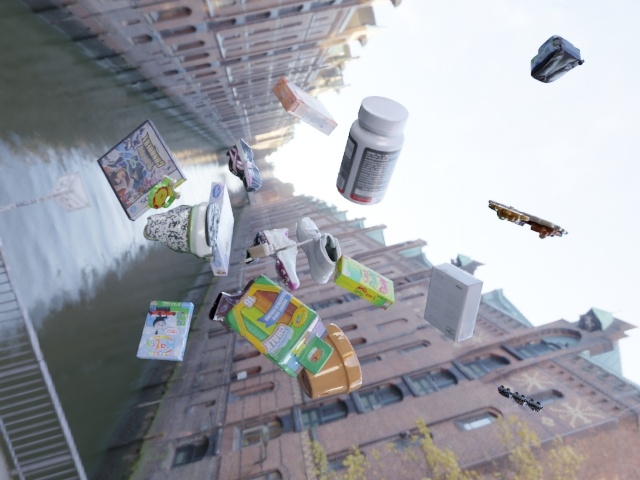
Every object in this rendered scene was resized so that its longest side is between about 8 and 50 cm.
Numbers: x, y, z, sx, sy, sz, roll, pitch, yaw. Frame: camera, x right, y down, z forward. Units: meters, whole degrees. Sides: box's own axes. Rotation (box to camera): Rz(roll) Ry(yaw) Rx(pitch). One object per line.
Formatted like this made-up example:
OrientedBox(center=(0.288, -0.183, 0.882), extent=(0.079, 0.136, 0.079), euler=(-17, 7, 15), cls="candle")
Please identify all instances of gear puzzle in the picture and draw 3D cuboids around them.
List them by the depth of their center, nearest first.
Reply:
OrientedBox(center=(0.498, -0.045, 1.090), extent=(0.175, 0.338, 0.044), euler=(28, -78, 32), cls="gear puzzle")

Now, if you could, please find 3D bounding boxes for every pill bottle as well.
OrientedBox(center=(0.149, -0.256, 1.286), extent=(0.161, 0.161, 0.284), euler=(-109, -155, -43), cls="pill bottle")

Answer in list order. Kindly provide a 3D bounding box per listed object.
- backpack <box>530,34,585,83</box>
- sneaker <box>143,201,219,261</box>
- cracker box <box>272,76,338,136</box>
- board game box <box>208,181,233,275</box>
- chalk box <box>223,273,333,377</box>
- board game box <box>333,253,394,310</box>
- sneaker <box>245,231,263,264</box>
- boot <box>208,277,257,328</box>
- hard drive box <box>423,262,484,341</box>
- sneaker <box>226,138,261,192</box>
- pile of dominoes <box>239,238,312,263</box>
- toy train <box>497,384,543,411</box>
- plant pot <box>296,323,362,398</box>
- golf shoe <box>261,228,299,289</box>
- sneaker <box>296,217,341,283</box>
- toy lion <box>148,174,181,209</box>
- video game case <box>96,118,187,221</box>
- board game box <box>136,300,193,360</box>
OrientedBox(center=(0.650, -0.504, 1.242), extent=(0.114, 0.104, 0.084), euler=(-41, -144, 56), cls="backpack")
OrientedBox(center=(-0.358, -0.030, 1.155), extent=(0.410, 0.181, 0.158), euler=(152, -57, -75), cls="sneaker")
OrientedBox(center=(-0.054, -0.498, 1.659), extent=(0.232, 0.067, 0.156), euler=(17, 35, -46), cls="cracker box")
OrientedBox(center=(-0.465, -0.049, 2.047), extent=(0.319, 0.065, 0.319), euler=(94, -3, -60), cls="board game box")
OrientedBox(center=(-0.102, 0.269, 1.297), extent=(0.288, 0.180, 0.179), euler=(30, -18, 26), cls="chalk box")
OrientedBox(center=(0.127, 0.120, 1.283), extent=(0.043, 0.181, 0.092), euler=(-53, -164, 30), cls="board game box")
OrientedBox(center=(-0.326, 0.046, 2.225), extent=(0.188, 0.067, 0.078), euler=(-64, 164, 21), cls="sneaker")
OrientedBox(center=(-0.352, 0.249, 1.871), extent=(0.249, 0.090, 0.207), euler=(-66, 151, -14), cls="boot")
OrientedBox(center=(0.493, 0.228, 1.664), extent=(0.181, 0.089, 0.233), euler=(36, -52, 53), cls="hard drive box")
OrientedBox(center=(-0.230, -0.208, 1.305), extent=(0.072, 0.077, 0.179), euler=(35, 31, -53), cls="sneaker")
OrientedBox(center=(-0.145, 0.018, 1.480), extent=(0.251, 0.195, 0.040), euler=(-21, 94, -70), cls="pile of dominoes")
OrientedBox(center=(0.661, 0.527, 1.472), extent=(0.158, 0.027, 0.036), euler=(14, -55, 54), cls="toy train")
OrientedBox(center=(0.009, 0.518, 1.845), extent=(0.291, 0.203, 0.291), euler=(49, -31, 44), cls="plant pot")
OrientedBox(center=(-0.147, 0.070, 1.950), extent=(0.307, 0.140, 0.115), euler=(62, -25, 21), cls="golf shoe")
OrientedBox(center=(0.000, 0.000, 1.718), extent=(0.169, 0.107, 0.293), euler=(-55, -132, 48), cls="sneaker")
OrientedBox(center=(-0.422, -0.119, 1.192), extent=(0.096, 0.034, 0.100), euler=(-61, 169, -26), cls="toy lion")
OrientedBox(center=(-0.633, -0.248, 1.565), extent=(0.275, 0.248, 0.035), euler=(56, 7, 14), cls="video game case")
OrientedBox(center=(-0.571, 0.332, 1.645), extent=(0.039, 0.159, 0.212), euler=(85, 8, -63), cls="board game box")
